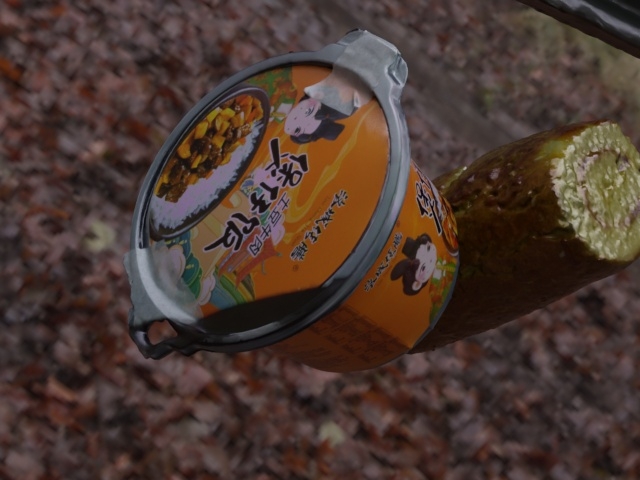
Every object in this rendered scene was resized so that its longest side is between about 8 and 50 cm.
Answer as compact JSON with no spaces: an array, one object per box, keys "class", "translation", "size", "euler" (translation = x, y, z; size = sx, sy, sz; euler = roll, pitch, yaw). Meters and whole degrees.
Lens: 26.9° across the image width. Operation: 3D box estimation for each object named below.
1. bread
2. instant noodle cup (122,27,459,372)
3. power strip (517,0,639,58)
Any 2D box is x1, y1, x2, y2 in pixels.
[{"class":"bread","translation":[0.115,-0.004,0.839],"size":[0.132,0.172,0.103],"euler":[-37,99,-50]},{"class":"instant noodle cup","translation":[0.000,0.000,0.754],"size":[0.125,0.208,0.177],"euler":[37,18,-46]},{"class":"power strip","translation":[0.206,-0.253,0.842],"size":[0.257,0.251,0.092],"euler":[20,-3,-26]}]
